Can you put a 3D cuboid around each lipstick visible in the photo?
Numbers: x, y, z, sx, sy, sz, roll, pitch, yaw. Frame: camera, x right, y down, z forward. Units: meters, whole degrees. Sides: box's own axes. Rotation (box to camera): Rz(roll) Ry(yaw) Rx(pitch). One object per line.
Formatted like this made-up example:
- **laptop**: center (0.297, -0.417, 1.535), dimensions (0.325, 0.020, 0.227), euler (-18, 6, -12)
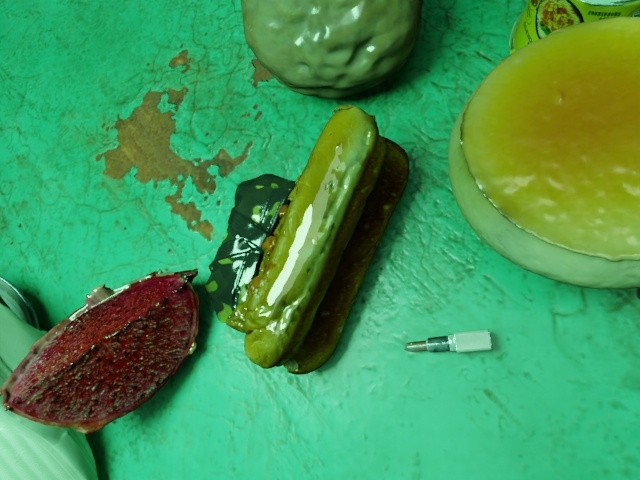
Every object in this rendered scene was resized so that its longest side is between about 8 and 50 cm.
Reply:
- **lipstick**: center (0.158, 0.130, 0.512), dimensions (0.107, 0.025, 0.025), euler (-11, 73, 20)

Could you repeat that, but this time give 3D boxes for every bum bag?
- **bum bag**: center (-0.107, 0.008, 0.604), dimensions (0.106, 0.060, 0.233), euler (14, 78, 28)

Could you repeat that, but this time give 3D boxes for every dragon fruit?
- **dragon fruit**: center (-0.290, 0.146, 0.592), dimensions (0.274, 0.126, 0.161), euler (-39, 35, -28)

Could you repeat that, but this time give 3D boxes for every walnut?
- **walnut**: center (0.017, -0.342, 0.572), dimensions (0.272, 0.227, 0.274), euler (-3, 73, 10)

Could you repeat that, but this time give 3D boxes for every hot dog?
- **hot dog**: center (0.000, 0.000, 0.530), dimensions (0.117, 0.158, 0.349), euler (20, 85, 38)

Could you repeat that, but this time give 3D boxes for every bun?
- **bun**: center (0.302, -0.086, 0.452), dimensions (0.298, 0.165, 0.299), euler (-7, 69, 20)

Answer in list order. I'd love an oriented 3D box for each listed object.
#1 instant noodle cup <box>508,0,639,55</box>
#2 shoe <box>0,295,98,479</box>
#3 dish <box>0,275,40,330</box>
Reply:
- **instant noodle cup**: center (0.344, -0.299, 0.507), dimensions (0.182, 0.144, 0.183), euler (-4, 75, 15)
- **shoe**: center (-0.433, 0.219, 0.586), dimensions (0.131, 0.160, 0.363), euler (-27, 106, 2)
- **dish**: center (-0.600, 0.180, 0.665), dimensions (0.273, 0.134, 0.274), euler (4, 76, -17)
